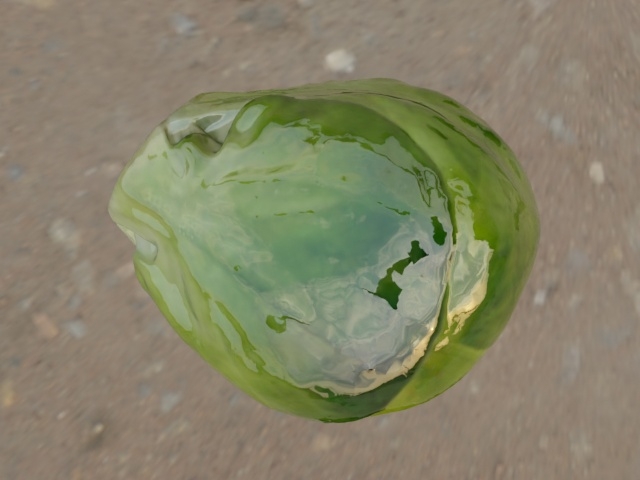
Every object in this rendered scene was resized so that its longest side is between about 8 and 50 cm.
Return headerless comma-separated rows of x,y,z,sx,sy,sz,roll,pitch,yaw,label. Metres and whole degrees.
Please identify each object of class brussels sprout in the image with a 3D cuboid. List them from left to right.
0.000,0.000,1.254,0.271,0.210,0.219,23,115,-5,brussels sprout
